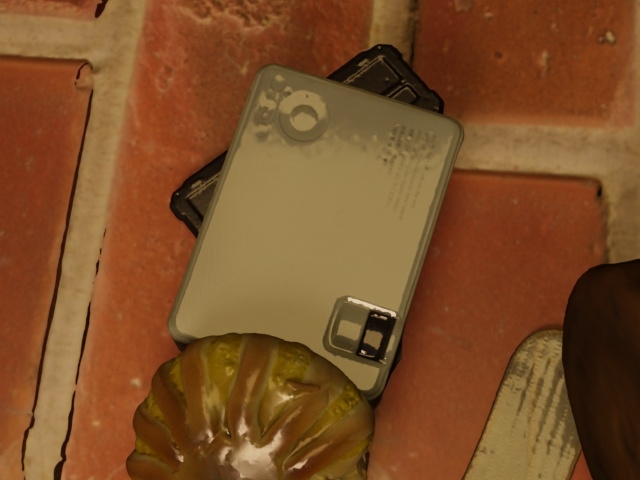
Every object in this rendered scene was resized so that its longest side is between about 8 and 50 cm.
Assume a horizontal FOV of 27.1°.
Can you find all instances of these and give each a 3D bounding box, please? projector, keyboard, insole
[{"bbox_3d":[0.000,0.000,1.139,0.192,0.099,0.257,17,75,5],"label":"projector"},{"bbox_3d":[-0.010,-0.077,1.223,0.262,0.016,0.106,-37,72,-9],"label":"keyboard"},{"bbox_3d":[0.156,0.234,1.102,0.119,0.009,0.348,19,72,11],"label":"insole"}]

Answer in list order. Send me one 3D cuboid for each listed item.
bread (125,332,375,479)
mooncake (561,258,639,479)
[{"bbox_3d":[-0.060,0.175,1.042,0.213,0.105,0.213,6,112,14],"label":"bread"},{"bbox_3d":[0.300,0.145,0.983,0.161,0.290,0.290,-14,69,-6],"label":"mooncake"}]
